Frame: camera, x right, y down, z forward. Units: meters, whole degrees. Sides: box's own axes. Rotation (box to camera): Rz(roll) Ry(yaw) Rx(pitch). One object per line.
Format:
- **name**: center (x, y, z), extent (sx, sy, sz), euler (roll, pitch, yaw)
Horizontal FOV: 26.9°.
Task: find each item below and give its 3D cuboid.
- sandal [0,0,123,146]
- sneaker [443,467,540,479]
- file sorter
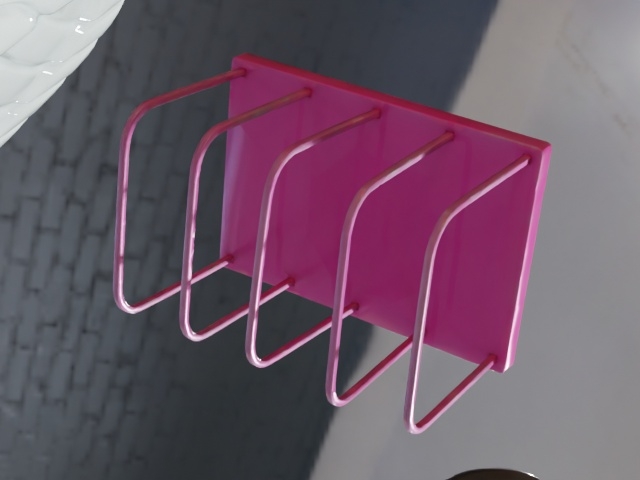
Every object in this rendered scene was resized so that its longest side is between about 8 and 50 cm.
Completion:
- **sandal**: center (-0.227, -0.018, 0.520), extent (0.416, 0.102, 0.169), euler (-42, -177, 21)
- **sneaker**: center (0.040, 0.217, 0.865), extent (0.106, 0.267, 0.101), euler (-131, -154, -71)
- **file sorter**: center (0.000, 0.000, 1.062), extent (0.291, 0.182, 0.202), euler (20, -61, 26)
